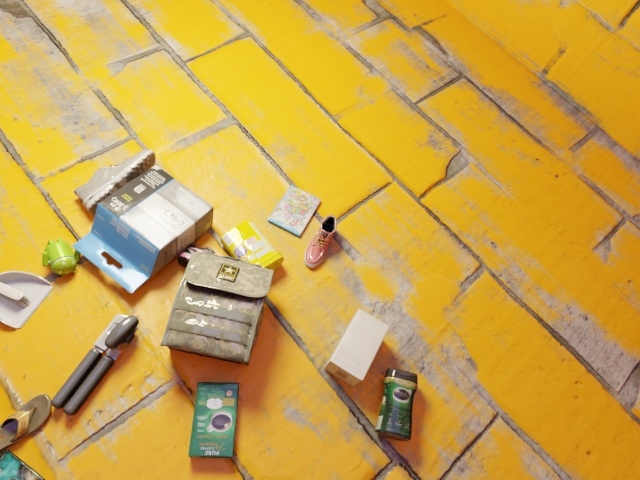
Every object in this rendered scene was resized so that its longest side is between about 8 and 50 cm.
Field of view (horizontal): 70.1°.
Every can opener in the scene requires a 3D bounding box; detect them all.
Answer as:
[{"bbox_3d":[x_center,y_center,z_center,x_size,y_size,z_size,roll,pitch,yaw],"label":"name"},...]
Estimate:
[{"bbox_3d":[-0.583,0.310,1.187,0.074,0.093,0.280,29,65,4],"label":"can opener"}]

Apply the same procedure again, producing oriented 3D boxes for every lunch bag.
[{"bbox_3d":[-0.270,0.176,1.253,0.235,0.169,0.286,14,70,-4],"label":"lunch bag"}]

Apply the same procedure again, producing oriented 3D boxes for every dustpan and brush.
[{"bbox_3d":[-0.872,0.128,1.239,0.211,0.060,0.147,25,61,3],"label":"dustpan and brush"}]

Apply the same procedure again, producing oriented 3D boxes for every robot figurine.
[{"bbox_3d":[-0.741,0.048,1.303,0.101,0.067,0.115,-8,57,-51],"label":"robot figurine"}]

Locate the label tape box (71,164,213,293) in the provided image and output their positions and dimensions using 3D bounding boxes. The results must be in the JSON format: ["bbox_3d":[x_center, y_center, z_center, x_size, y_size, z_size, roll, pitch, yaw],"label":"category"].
[{"bbox_3d":[-0.518,-0.044,1.349,0.241,0.106,0.333,35,53,9],"label":"label tape box"}]

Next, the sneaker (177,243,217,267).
[{"bbox_3d":[-0.333,0.058,1.379,0.178,0.072,0.077,24,49,-5],"label":"sneaker"}]

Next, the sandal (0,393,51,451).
[{"bbox_3d":[-0.738,0.447,1.101,0.180,0.049,0.072,-37,74,-25],"label":"sandal"}]

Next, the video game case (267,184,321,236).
[{"bbox_3d":[-0.086,-0.102,1.540,0.119,0.015,0.166,27,61,4],"label":"video game case"}]

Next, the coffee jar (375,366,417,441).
[{"bbox_3d":[0.213,0.450,1.266,0.096,0.079,0.184,16,61,1],"label":"coffee jar"}]

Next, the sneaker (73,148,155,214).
[{"bbox_3d":[-0.647,-0.211,1.439,0.115,0.105,0.281,38,63,10],"label":"sneaker"}]

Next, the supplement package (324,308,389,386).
[{"bbox_3d":[0.104,0.307,1.307,0.105,0.105,0.179,30,62,6],"label":"supplement package"}]

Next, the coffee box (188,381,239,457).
[{"bbox_3d":[-0.274,0.465,1.186,0.113,0.040,0.184,4,61,-9],"label":"coffee box"}]

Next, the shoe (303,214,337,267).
[{"bbox_3d":[0.000,0.000,1.464,0.064,0.081,0.178,26,61,3],"label":"shoe"}]

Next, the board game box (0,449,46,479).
[{"bbox_3d":[-0.742,0.596,1.034,0.126,0.026,0.186,32,61,8],"label":"board game box"}]

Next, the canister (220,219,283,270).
[{"bbox_3d":[-0.214,0.030,1.413,0.126,0.073,0.170,-33,71,-24],"label":"canister"}]
